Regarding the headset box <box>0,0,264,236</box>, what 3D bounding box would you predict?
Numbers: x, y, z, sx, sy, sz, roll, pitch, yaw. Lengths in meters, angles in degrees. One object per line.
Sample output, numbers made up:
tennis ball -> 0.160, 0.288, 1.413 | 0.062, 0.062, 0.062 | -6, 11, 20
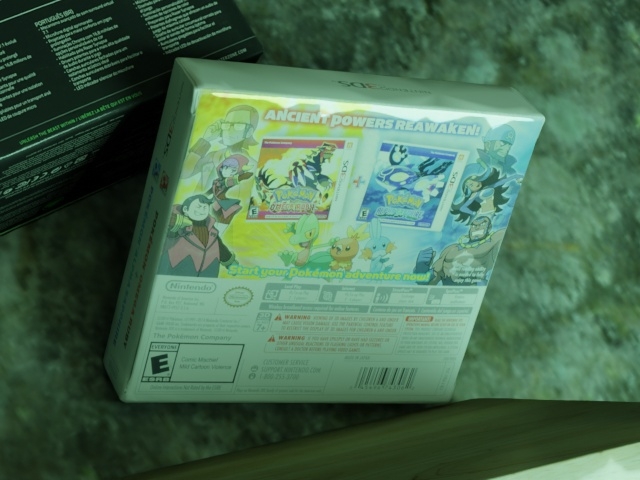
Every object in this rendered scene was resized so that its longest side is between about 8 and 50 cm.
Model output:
headset box -> -0.216, -0.147, 1.001 | 0.246, 0.131, 0.283 | -28, 81, -34

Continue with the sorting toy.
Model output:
sorting toy -> 0.051, 0.146, 0.937 | 0.257, 0.255, 0.089 | -10, 92, -30

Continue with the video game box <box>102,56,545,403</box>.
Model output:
video game box -> 0.000, 0.000, 1.017 | 0.205, 0.187, 0.048 | 3, 30, -27
